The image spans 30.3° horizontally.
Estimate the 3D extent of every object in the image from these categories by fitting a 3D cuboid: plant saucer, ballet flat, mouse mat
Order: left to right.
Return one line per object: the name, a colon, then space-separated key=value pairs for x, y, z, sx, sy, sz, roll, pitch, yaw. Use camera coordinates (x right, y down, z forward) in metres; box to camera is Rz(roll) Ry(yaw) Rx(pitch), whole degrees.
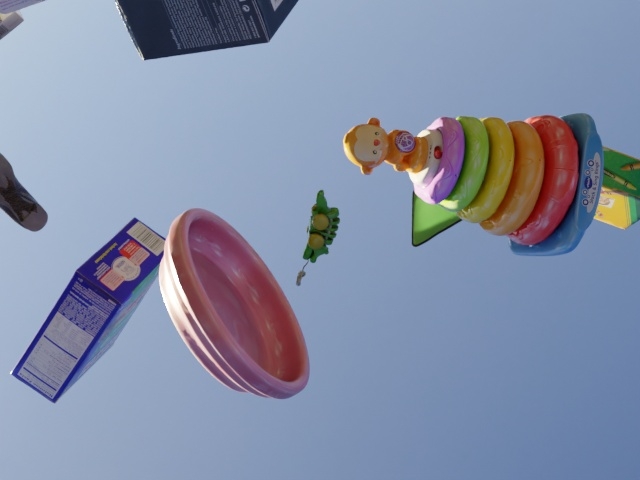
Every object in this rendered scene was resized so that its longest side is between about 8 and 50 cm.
ballet flat: x=-0.633 y=-0.104 z=2.371 sx=0.058 sy=0.250 sz=0.084 roll=32 pitch=-105 yaw=37
plant saucer: x=-0.142 y=0.108 z=1.841 sx=0.084 sy=0.332 sz=0.332 roll=-32 pitch=-155 yaw=15
mouse mat: x=0.229 y=-0.080 z=2.014 sx=0.190 sy=0.007 sz=0.152 roll=-32 pitch=-146 yaw=32

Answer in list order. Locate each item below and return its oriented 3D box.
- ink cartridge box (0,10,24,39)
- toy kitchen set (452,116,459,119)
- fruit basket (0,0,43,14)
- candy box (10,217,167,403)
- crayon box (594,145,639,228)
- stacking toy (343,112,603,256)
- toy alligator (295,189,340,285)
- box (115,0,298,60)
ink cartridge box: x=-0.560 y=-0.401 z=2.061 sx=0.063 sy=0.029 sz=0.115 roll=-37 pitch=-133 yaw=6
toy kitchen set: x=0.310 y=-0.245 z=2.782 sx=0.083 sy=0.075 sz=0.068 roll=0 pitch=-156 yaw=13
fruit basket: x=-0.453 y=-0.540 z=1.837 sx=0.327 sy=0.353 sz=0.165 roll=-17 pitch=-129 yaw=16
candy box: x=-0.460 y=0.143 z=2.409 sx=0.317 sy=0.122 sz=0.268 roll=-51 pitch=-179 yaw=31
crayon box: x=0.511 y=-0.123 z=2.297 sx=0.165 sy=0.278 sz=0.081 roll=124 pitch=-15 yaw=-72
stacking toy: x=0.168 y=-0.091 z=1.405 sx=0.302 sy=0.175 sz=0.166 roll=12 pitch=173 yaw=-20
toy alligator: x=0.000 y=0.000 z=2.084 sx=0.051 sy=0.189 sz=0.056 roll=10 pitch=-156 yaw=-8
box: x=-0.148 y=-0.335 z=1.595 sx=0.207 sy=0.108 sz=0.153 roll=-4 pitch=-143 yaw=25
